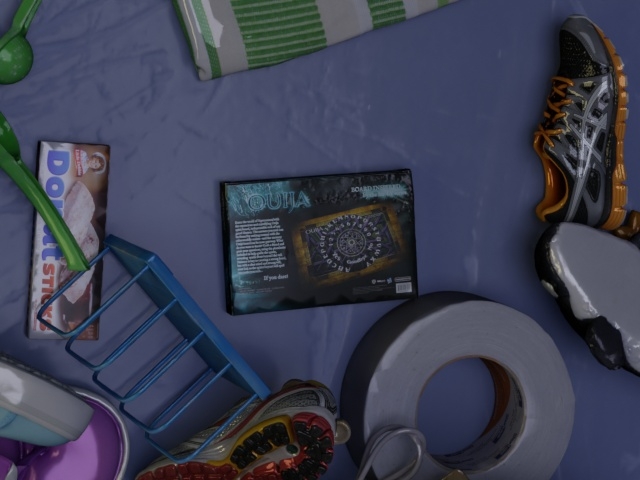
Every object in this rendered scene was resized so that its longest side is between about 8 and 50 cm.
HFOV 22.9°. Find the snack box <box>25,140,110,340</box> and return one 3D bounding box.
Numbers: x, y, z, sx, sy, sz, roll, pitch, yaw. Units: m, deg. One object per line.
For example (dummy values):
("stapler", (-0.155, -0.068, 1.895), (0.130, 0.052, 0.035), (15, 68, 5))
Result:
("snack box", (-0.227, 0.001, 1.418), (0.064, 0.022, 0.178), (3, 95, -18))

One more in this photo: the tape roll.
("tape roll", (0.132, 0.161, 1.524), (0.219, 0.072, 0.219), (-2, 97, -18))

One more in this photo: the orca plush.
("orca plush", (0.317, 0.079, 1.568), (0.287, 0.102, 0.151), (20, 68, -19))

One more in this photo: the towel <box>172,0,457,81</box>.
("towel", (0.000, -0.306, 1.453), (0.325, 0.038, 0.247), (-22, 103, -16))

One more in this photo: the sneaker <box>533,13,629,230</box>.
("sneaker", (0.247, -0.111, 1.528), (0.083, 0.084, 0.214), (-7, 99, -12))

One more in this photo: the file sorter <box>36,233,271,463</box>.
("file sorter", (-0.151, 0.097, 1.388), (0.104, 0.118, 0.170), (-44, 114, -13))

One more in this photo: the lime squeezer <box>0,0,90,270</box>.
("lime squeezer", (-0.254, -0.130, 1.362), (0.110, 0.059, 0.310), (3, 93, 23))

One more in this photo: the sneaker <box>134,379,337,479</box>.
("sneaker", (-0.072, 0.196, 1.420), (0.225, 0.092, 0.088), (-25, 112, 26))

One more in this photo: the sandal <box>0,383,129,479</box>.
("sandal", (-0.362, 0.231, 1.358), (0.416, 0.102, 0.169), (-10, 99, -17))

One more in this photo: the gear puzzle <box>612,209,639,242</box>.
("gear puzzle", (0.443, 0.053, 1.624), (0.339, 0.044, 0.175), (26, 88, -18))

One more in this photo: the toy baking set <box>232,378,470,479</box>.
("toy baking set", (0.001, 0.239, 1.462), (0.256, 0.030, 0.196), (22, 107, 0))

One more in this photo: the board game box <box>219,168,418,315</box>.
("board game box", (0.000, 0.000, 1.488), (0.186, 0.026, 0.126), (-4, 97, -17))

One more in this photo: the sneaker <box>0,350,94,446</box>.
("sneaker", (-0.378, 0.132, 1.309), (0.366, 0.135, 0.150), (20, 87, -12))
